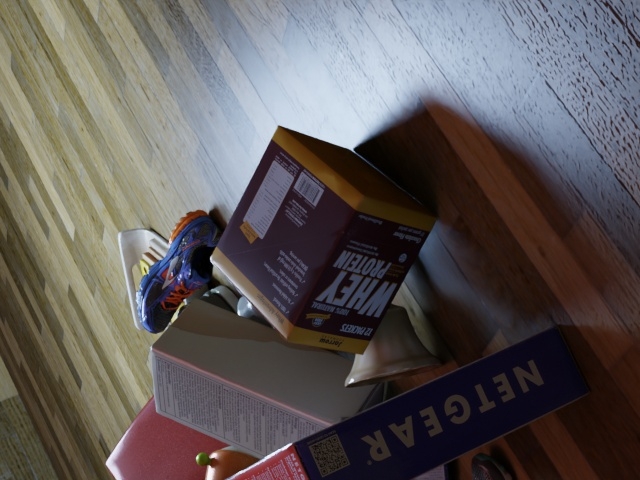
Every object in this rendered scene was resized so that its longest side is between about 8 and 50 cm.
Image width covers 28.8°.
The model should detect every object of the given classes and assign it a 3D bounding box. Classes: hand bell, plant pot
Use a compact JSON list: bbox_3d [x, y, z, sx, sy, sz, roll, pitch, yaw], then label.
[{"bbox_3d":[0.065,0.053,1.562,0.126,0.126,0.242,145,114,-64],"label":"hand bell"},{"bbox_3d":[-0.189,0.393,2.045,0.267,0.235,0.267,41,163,46],"label":"plant pot"}]

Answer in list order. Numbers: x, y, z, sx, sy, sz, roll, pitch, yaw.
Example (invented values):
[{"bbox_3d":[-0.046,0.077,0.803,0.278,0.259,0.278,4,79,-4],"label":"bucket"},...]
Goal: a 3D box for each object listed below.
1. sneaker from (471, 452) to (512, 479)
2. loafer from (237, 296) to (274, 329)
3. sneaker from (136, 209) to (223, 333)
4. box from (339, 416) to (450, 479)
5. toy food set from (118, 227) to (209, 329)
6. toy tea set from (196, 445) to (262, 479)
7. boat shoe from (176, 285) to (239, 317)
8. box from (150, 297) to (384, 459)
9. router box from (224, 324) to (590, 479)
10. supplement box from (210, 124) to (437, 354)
[{"bbox_3d":[0.201,0.340,1.506,0.065,0.076,0.167,13,120,59],"label":"sneaker"},{"bbox_3d":[-0.061,0.100,1.804,0.112,0.111,0.319,58,152,28],"label":"loafer"},{"bbox_3d":[-0.229,0.060,2.052,0.087,0.083,0.221,34,102,34],"label":"sneaker"},{"bbox_3d":[0.103,0.328,1.630,0.036,0.136,0.225,-82,-13,-65],"label":"box"},{"bbox_3d":[-0.286,0.126,2.290,0.306,0.092,0.220,32,136,51],"label":"toy food set"},{"bbox_3d":[-0.038,0.398,1.857,0.200,0.124,0.336,-2,145,30],"label":"toy tea set"},{"bbox_3d":[-0.131,0.185,2.028,0.305,0.091,0.109,43,144,44],"label":"boat shoe"},{"bbox_3d":[-0.074,0.216,1.748,0.311,0.121,0.148,21,134,19],"label":"box"},{"bbox_3d":[0.079,0.222,1.365,0.082,0.335,0.301,65,153,10],"label":"router box"},{"bbox_3d":[0.000,0.000,1.496,0.191,0.129,0.194,42,110,44],"label":"supplement box"}]
